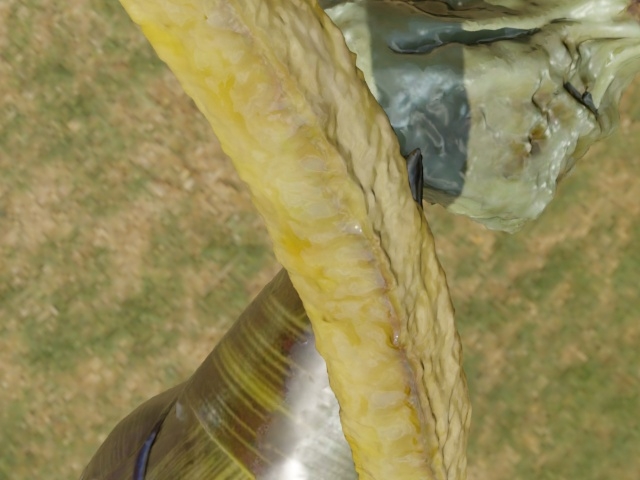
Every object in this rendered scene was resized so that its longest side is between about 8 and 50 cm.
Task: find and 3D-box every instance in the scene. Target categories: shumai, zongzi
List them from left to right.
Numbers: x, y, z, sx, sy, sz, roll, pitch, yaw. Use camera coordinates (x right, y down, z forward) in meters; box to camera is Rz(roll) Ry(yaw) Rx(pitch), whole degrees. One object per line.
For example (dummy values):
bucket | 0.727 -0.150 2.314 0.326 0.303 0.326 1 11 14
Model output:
zongzi | 0.026 0.215 0.948 0.208 0.403 0.432 -6 148 -39
shumai | 0.093 -0.136 1.022 0.261 0.225 0.222 4 118 -55

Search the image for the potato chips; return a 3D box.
potato chips | 0.000 0.000 0.615 0.057 0.080 0.407 -73 146 -49
